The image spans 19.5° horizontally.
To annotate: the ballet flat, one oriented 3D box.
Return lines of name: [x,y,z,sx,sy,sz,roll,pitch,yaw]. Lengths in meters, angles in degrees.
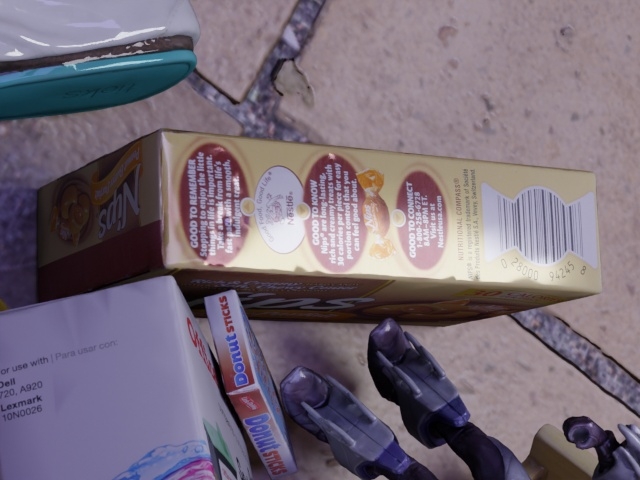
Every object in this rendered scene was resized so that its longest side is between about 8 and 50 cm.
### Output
ballet flat: [-0.251,-0.121,1.092,0.400,0.139,0.139,-17,91,-39]

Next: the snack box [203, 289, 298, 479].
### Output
snack box: [-0.041,0.093,1.152,0.022,0.178,0.064,-15,66,1]

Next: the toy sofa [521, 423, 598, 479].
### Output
toy sofa: [0.085,0.306,1.211,0.150,0.177,0.362,36,57,25]

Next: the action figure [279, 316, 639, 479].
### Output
action figure: [0.105,0.167,1.148,0.185,0.285,0.099,-37,145,-20]

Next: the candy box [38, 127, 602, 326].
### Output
candy box: [0.000,0.000,1.183,0.316,0.183,0.087,5,78,-31]

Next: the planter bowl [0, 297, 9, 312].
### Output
planter bowl: [-0.210,0.141,1.061,0.090,0.217,0.217,-14,89,4]

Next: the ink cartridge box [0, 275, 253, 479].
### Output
ink cartridge box: [-0.092,0.188,1.026,0.117,0.201,0.278,-14,62,2]
